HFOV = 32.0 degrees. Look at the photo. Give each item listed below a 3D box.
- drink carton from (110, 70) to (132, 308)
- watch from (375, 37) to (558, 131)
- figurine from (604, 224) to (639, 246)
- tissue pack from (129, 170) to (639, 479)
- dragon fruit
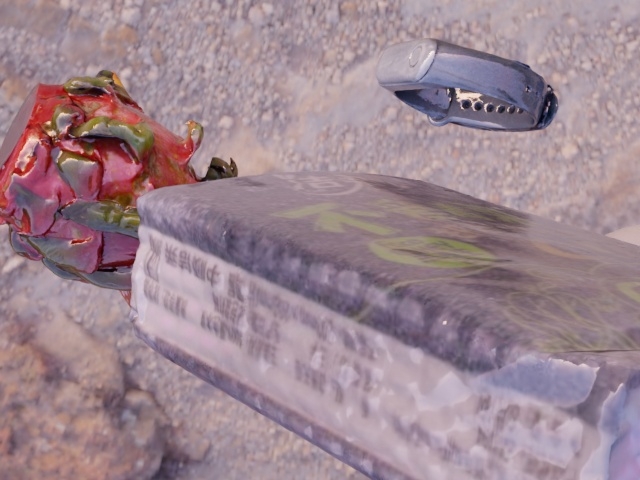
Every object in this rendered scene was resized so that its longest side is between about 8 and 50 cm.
[{"bbox_3d":[-0.170,-0.033,0.999,0.223,0.096,0.071,56,162,10],"label":"drink carton"},{"bbox_3d":[0.175,-0.186,1.368,0.193,0.206,0.068,21,84,-22],"label":"watch"},{"bbox_3d":[0.346,0.167,1.325,0.274,0.394,0.226,15,168,-2],"label":"figurine"},{"bbox_3d":[0.102,0.052,0.666,0.288,0.394,0.124,0,104,-39],"label":"tissue pack"},{"bbox_3d":[-0.160,-0.046,0.877,0.172,0.166,0.160,27,164,-23],"label":"dragon fruit"}]
